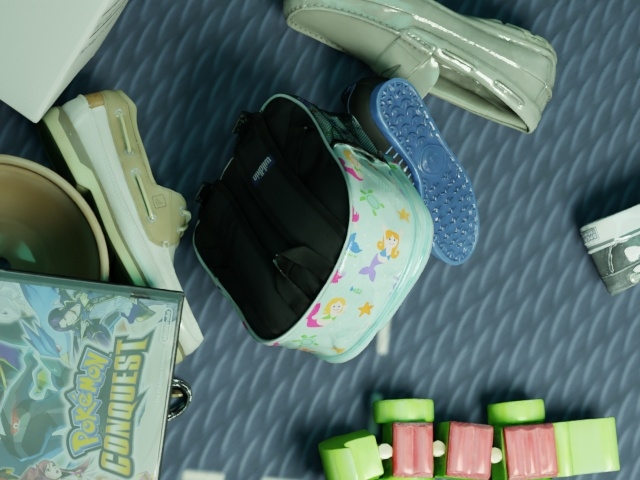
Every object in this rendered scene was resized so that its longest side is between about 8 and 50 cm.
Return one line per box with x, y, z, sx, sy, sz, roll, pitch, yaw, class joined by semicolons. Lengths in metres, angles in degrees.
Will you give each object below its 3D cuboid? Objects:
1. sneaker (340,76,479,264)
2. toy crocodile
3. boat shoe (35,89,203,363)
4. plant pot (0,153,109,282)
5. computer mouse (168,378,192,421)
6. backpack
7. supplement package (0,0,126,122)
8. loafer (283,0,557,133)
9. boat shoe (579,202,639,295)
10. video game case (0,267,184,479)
0.098;-0.079;2.000;0.081;0.090;0.232;-34;112;-25;sneaker
0.163;0.228;1.951;0.340;0.105;0.115;1;82;-11;toy crocodile
-0.189;-0.020;1.913;0.103;0.113;0.302;-27;91;-18;boat shoe
-0.336;0.030;1.870;0.237;0.110;0.237;0;90;-6;plant pot
-0.256;0.165;1.919;0.242;0.041;0.071;5;80;-17;computer mouse
0.000;0.000;1.858;0.191;0.253;0.225;21;111;-30;backpack
-0.268;-0.303;1.828;0.177;0.293;0.175;35;35;-5;supplement package
0.109;-0.206;1.998;0.319;0.112;0.111;16;71;-9;loafer
0.447;-0.024;2.042;0.301;0.108;0.102;-22;87;-11;boat shoe
-0.277;0.171;1.806;0.248;0.035;0.275;8;90;-5;video game case
